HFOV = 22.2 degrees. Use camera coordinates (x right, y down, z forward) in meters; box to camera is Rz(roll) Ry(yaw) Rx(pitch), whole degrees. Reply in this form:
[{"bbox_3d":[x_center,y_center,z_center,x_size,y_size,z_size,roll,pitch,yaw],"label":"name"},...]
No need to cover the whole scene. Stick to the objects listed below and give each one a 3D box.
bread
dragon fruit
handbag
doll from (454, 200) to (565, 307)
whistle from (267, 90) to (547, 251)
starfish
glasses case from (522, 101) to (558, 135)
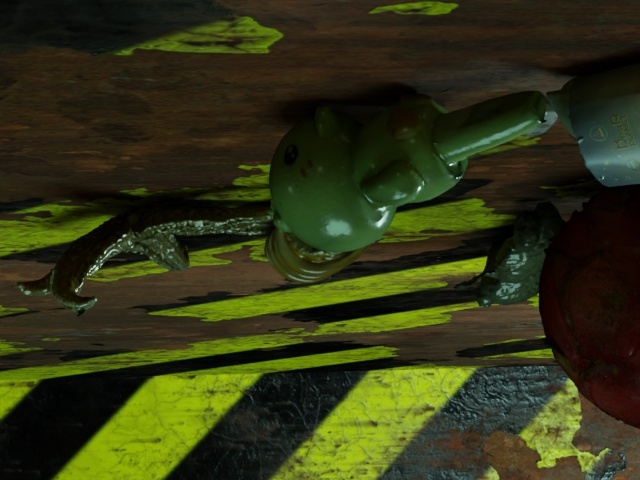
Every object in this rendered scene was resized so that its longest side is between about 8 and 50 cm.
[{"bbox_3d":[0.000,0.000,1.908,0.119,0.084,0.177,-29,179,-13],"label":"bread"},{"bbox_3d":[0.401,0.075,1.894,0.296,0.301,0.295,-29,144,-23],"label":"dragon fruit"},{"bbox_3d":[0.294,-0.108,1.429,0.173,0.095,0.117,-7,126,33],"label":"handbag"},{"bbox_3d":[0.254,0.020,2.111,0.203,0.091,0.286,-41,168,17],"label":"doll"},{"bbox_3d":[0.060,-0.086,1.497,0.141,0.141,0.294,9,145,-46],"label":"whistle"},{"bbox_3d":[-0.211,0.010,1.909,0.375,0.094,0.327,-17,-177,37],"label":"starfish"},{"bbox_3d":[0.205,-0.116,1.557,0.032,0.021,0.083,-3,169,-7],"label":"glasses case"}]
